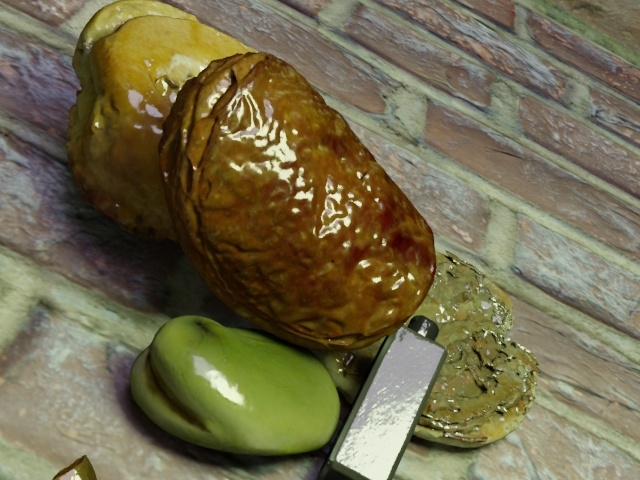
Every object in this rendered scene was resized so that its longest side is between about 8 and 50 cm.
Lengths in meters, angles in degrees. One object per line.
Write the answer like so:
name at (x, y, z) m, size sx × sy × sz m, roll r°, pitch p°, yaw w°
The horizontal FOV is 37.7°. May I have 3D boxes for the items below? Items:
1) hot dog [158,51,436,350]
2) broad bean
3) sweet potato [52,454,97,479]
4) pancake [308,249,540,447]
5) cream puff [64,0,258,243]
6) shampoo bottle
hot dog at (-0.032, -0.043, 1.123) m, size 0.387 × 0.174 × 0.267 m, roll 47°, pitch 60°, yaw -20°
broad bean at (-0.084, 0.169, 1.094) m, size 0.263 × 0.121 × 0.189 m, roll 10°, pitch 34°, yaw -31°
sweet potato at (-0.228, 0.320, 0.865) m, size 0.077 × 0.077 × 0.244 m, roll 6°, pitch 52°, yaw -30°
pancake at (0.146, 0.134, 1.334) m, size 0.382 × 0.071 × 0.382 m, roll 16°, pitch 41°, yaw -14°
cream puff at (-0.209, -0.149, 1.280) m, size 0.343 × 0.231 × 0.327 m, roll 45°, pitch 43°, yaw 7°
shampoo bottle at (0.084, 0.198, 1.145) m, size 0.079 × 0.080 × 0.246 m, roll 28°, pitch 58°, yaw 3°
